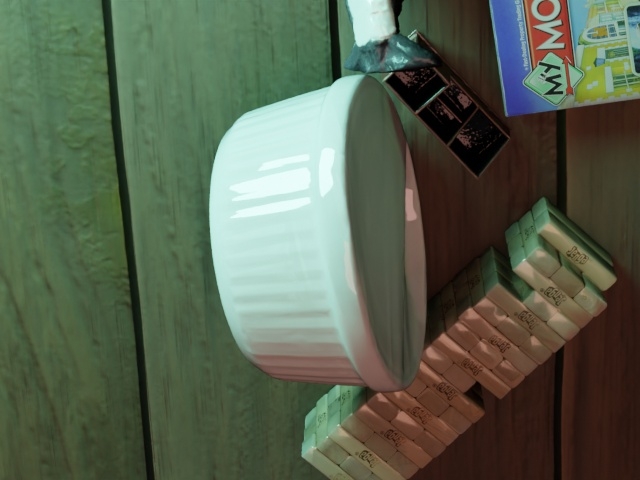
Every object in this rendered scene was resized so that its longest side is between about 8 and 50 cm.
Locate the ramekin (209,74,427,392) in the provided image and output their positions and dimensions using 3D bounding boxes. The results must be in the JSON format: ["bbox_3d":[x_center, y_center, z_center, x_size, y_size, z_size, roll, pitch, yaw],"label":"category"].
[{"bbox_3d":[0.000,0.000,1.554,0.127,0.273,0.272,-7,114,16],"label":"ramekin"}]

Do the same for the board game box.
[{"bbox_3d":[0.239,-0.265,1.520,0.214,0.046,0.317,-8,120,6],"label":"board game box"}]

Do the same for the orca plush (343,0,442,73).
[{"bbox_3d":[0.075,-0.285,1.504,0.102,0.151,0.287,-11,90,-36],"label":"orca plush"}]

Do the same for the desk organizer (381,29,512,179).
[{"bbox_3d":[0.111,-0.118,1.607,0.047,0.050,0.130,-41,107,17],"label":"desk organizer"}]

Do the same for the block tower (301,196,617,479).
[{"bbox_3d":[0.119,0.113,1.688,0.097,0.091,0.335,40,108,-15],"label":"block tower"}]
